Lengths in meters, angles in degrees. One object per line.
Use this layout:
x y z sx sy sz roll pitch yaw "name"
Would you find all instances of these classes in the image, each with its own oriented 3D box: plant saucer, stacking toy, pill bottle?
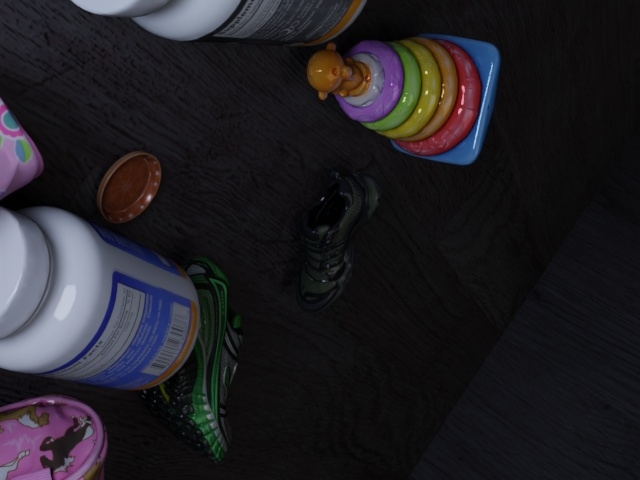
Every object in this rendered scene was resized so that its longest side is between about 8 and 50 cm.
-0.203 -0.057 0.939 0.083 0.013 0.083 -41 150 -30 "plant saucer"
0.084 -0.200 1.160 0.301 0.165 0.175 0 105 -48 "stacking toy"
-0.239 0.055 0.842 0.152 0.152 0.272 -57 154 -1 "pill bottle"
-0.083 -0.251 0.760 0.278 0.162 0.162 -14 132 -55 "pill bottle"

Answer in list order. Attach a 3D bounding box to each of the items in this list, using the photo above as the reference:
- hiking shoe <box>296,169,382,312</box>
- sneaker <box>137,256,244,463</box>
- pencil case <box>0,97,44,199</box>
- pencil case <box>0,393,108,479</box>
0.000 0.000 1.314 0.114 0.086 0.227 8 107 -48 "hiking shoe"
-0.148 0.165 1.153 0.146 0.134 0.344 -42 150 -32 "sneaker"
-0.337 -0.024 0.622 0.284 0.124 0.124 -42 151 -31 "pencil case"
-0.309 0.364 1.001 0.167 0.160 0.386 -32 136 -47 "pencil case"
